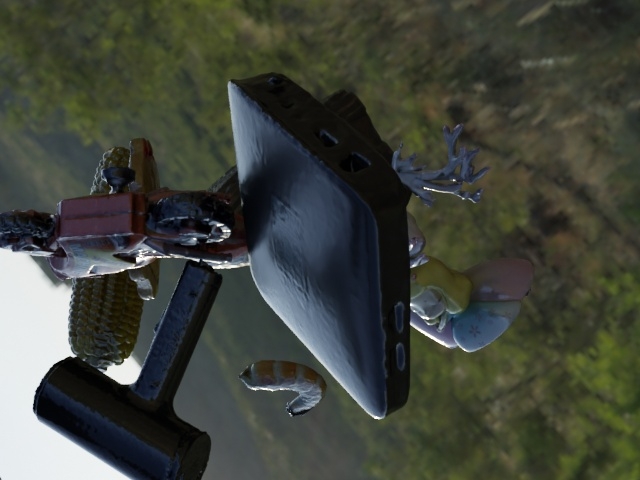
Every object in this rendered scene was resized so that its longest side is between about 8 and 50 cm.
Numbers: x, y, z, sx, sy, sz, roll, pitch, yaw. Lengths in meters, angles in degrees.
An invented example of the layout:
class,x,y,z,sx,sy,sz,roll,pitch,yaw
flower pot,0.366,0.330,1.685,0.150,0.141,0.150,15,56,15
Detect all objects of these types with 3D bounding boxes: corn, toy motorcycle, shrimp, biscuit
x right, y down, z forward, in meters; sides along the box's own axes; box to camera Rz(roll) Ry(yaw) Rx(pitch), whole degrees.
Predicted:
class,x,y,z,sx,sy,sz,roll,pitch,yaw
corn,-0.324,0.027,2.110,0.120,0.363,0.120,7,165,2
toy motorcycle,-0.228,-0.013,1.529,0.171,0.298,0.089,54,-145,-65
shrimp,-0.071,0.265,2.391,0.166,0.161,0.049,104,166,-56
biscuit,-0.246,-0.034,1.910,0.166,0.036,0.225,78,-171,-62

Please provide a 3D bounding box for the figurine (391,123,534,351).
class,x,y,z,sx,sy,sz,roll,pitch,yaw
figurine,0.161,0.001,1.870,0.316,0.206,0.284,34,157,-23

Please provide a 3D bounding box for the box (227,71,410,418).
class,x,y,z,sx,sy,sz,roll,pitch,yaw
box,0.000,0.000,1.347,0.290,0.073,0.289,44,147,48

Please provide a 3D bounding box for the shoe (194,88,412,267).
class,x,y,z,sx,sy,sz,roll,pitch,yaw
shoe,-0.028,-0.043,2.050,0.237,0.384,0.171,53,149,-8

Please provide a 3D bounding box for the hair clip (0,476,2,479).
class,x,y,z,sx,sy,sz,roll,pitch,yaw
hair clip,-0.484,0.210,1.411,0.194,0.206,0.310,-6,110,43

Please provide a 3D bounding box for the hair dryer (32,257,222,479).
class,x,y,z,sx,sy,sz,roll,pitch,yaw
hair dryer,-0.180,0.136,1.483,0.197,0.251,0.089,27,180,18
